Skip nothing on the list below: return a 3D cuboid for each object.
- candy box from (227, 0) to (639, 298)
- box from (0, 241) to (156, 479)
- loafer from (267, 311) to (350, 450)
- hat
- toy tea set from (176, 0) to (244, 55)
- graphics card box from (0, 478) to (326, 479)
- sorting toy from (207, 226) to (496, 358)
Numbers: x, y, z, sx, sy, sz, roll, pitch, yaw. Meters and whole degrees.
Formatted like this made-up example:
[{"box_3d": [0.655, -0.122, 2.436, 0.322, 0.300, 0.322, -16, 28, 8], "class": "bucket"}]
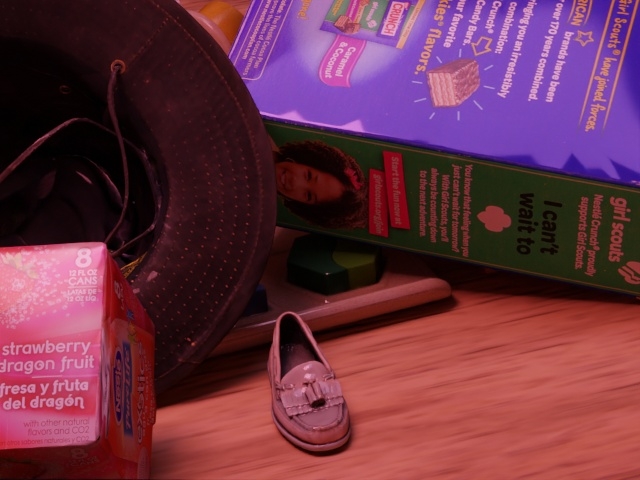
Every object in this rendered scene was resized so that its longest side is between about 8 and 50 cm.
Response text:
[{"box_3d": [0.114, -0.120, 1.346, 0.317, 0.122, 0.268, 10, 52, 14], "class": "candy box"}, {"box_3d": [-0.229, 0.085, 1.094, 0.257, 0.128, 0.123, -4, 65, 7], "class": "box"}, {"box_3d": [-0.012, 0.085, 1.196, 0.045, 0.039, 0.125, -10, 24, -9], "class": "loafer"}, {"box_3d": [-0.196, -0.039, 1.261, 0.331, 0.331, 0.134, -10, -1, -8], "class": "hat"}, {"box_3d": [-0.122, -0.239, 1.756, 0.336, 0.200, 0.124, 15, 40, 40], "class": "toy tea set"}, {"box_3d": [-0.187, 0.205, 0.913, 0.371, 0.094, 0.233, -1, 25, 11], "class": "graphics card box"}, {"box_3d": [0.000, 0.000, 1.381, 0.307, 0.041, 0.229, -14, 25, -15], "class": "sorting toy"}]
